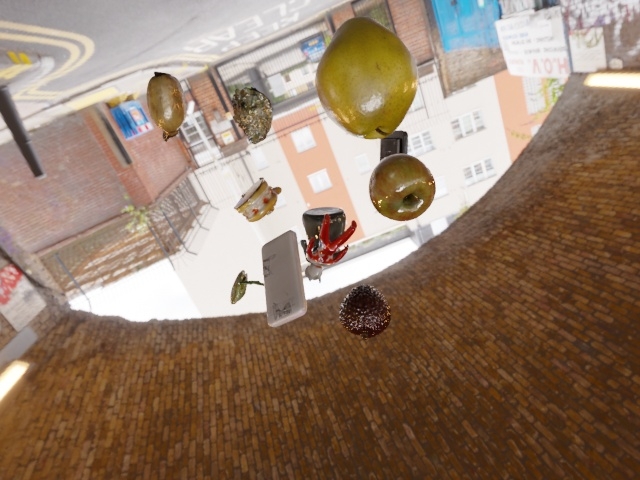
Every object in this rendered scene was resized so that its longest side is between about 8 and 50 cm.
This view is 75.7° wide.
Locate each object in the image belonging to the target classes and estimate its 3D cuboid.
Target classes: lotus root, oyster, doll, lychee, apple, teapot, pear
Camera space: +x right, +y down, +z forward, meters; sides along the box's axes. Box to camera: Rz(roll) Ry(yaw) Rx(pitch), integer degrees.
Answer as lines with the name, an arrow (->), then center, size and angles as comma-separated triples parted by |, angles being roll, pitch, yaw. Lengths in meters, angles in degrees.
lotus root -> -0.481, -0.415, 1.295 | 0.118, 0.221, 0.125 | -6, -150, -12
oyster -> -0.325, -0.589, 1.955 | 0.198, 0.260, 0.092 | 8, -144, 16
doll -> 0.024, 0.051, 1.848 | 0.188, 0.384, 0.099 | 15, -143, -17
lychee -> 0.229, 0.372, 2.124 | 0.275, 0.276, 0.304 | -12, -131, 26
apple -> 0.313, -0.215, 1.630 | 0.264, 0.264, 0.264 | -20, -157, 9
teapot -> 0.024, -0.003, 2.056 | 0.223, 0.285, 0.305 | -3, -162, 3
pear -> 0.159, -0.564, 1.451 | 0.362, 0.418, 0.362 | -5, 170, -1

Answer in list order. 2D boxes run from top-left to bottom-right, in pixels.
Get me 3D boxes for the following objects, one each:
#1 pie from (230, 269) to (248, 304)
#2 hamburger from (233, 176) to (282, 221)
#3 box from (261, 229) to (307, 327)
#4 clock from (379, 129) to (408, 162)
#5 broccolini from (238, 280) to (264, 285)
pie -> -0.496, 0.284, 2.541 | 0.248, 0.090, 0.201 | -103, -144, -69
hamburger -> -0.375, -0.247, 2.550 | 0.261, 0.186, 0.303 | -25, -148, 43
box -> -0.116, 0.111, 1.255 | 0.142, 0.044, 0.285 | -29, -126, 29
clock -> 0.369, -0.429, 2.140 | 0.049, 0.279, 0.273 | -4, -167, -16
broccolini -> -0.274, 0.241, 1.985 | 0.271, 0.062, 0.123 | 9, -169, 7
